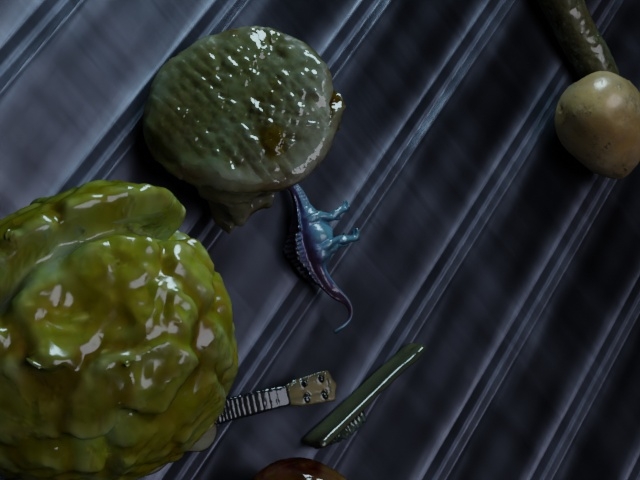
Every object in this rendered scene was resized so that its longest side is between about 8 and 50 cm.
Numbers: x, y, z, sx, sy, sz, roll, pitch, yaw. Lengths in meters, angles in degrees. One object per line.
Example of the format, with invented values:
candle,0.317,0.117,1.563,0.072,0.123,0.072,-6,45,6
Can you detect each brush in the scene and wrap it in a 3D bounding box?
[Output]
brush,0.053,0.171,1.832,0.190,0.034,0.028,-41,118,-38

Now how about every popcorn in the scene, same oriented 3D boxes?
popcorn,-0.213,0.089,1.485,0.282,0.247,0.282,7,71,-21

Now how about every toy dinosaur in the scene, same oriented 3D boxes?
toy dinosaur,0.000,0.000,1.812,0.080,0.045,0.197,-17,86,-28

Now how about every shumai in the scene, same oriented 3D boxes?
shumai,-0.073,-0.109,1.721,0.201,0.120,0.201,-1,68,3

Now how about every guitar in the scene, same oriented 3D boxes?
guitar,-0.097,0.168,1.699,0.271,0.038,0.084,-10,90,-38

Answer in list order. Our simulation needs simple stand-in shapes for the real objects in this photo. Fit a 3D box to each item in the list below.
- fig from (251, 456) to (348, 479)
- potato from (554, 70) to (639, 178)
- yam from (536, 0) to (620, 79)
fig,0.015,0.313,1.700,0.230,0.143,0.160,26,35,-33
potato,0.348,-0.144,2.083,0.112,0.112,0.147,-63,145,-29
yam,0.292,-0.303,2.104,0.061,0.061,0.274,-45,112,-36
